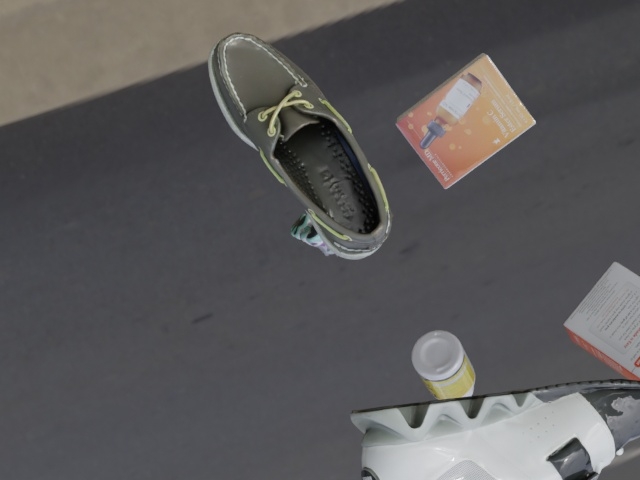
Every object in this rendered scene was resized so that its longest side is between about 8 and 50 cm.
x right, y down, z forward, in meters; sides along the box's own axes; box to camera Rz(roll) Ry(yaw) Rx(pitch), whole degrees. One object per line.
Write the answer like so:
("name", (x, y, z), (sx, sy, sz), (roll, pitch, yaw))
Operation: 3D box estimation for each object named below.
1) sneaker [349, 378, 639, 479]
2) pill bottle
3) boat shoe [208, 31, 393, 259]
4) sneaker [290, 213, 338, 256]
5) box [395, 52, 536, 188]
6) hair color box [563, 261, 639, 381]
("sneaker", (0.193, 0.205, 1.097), (0.330, 0.146, 0.122), (-6, 171, -16))
("pill bottle", (0.157, 0.163, 1.492), (0.065, 0.065, 0.116), (-27, 146, 4))
("boat shoe", (-0.021, -0.117, 1.351), (0.109, 0.305, 0.091), (-35, 176, -9))
("sneaker", (0.000, 0.000, 1.697), (0.069, 0.098, 0.038), (37, 90, -25))
("box", (0.219, -0.182, 1.817), (0.170, 0.130, 0.091), (-38, -175, 10))
("hair color box", (0.352, 0.107, 1.259), (0.093, 0.167, 0.053), (-50, 145, -5))
